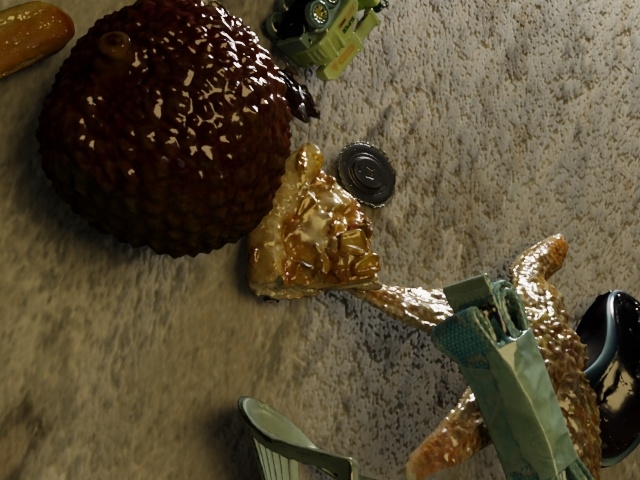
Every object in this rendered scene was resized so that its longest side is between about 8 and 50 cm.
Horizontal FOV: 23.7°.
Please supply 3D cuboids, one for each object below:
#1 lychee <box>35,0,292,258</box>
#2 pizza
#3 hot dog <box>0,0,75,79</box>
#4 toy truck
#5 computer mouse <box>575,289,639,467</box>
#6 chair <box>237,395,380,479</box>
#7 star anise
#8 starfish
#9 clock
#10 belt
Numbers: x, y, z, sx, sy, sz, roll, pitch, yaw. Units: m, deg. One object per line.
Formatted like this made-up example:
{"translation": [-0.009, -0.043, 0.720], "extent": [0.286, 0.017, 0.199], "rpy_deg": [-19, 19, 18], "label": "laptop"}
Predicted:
{"translation": [-0.138, -0.098, 1.418], "extent": [0.271, 0.236, 0.236], "rpy_deg": [59, 45, -43], "label": "lychee"}
{"translation": [0.000, 0.000, 1.577], "extent": [0.161, 0.062, 0.182], "rpy_deg": [36, 55, -2], "label": "pizza"}
{"translation": [-0.319, -0.166, 1.400], "extent": [0.066, 0.047, 0.216], "rpy_deg": [51, 51, 3], "label": "hot dog"}
{"translation": [0.016, -0.254, 1.680], "extent": [0.100, 0.077, 0.169], "rpy_deg": [50, 51, -29], "label": "toy truck"}
{"translation": [0.353, 0.159, 1.816], "extent": [0.137, 0.096, 0.233], "rpy_deg": [43, 55, -21], "label": "computer mouse"}
{"translation": [0.002, 0.289, 1.433], "extent": [0.203, 0.191, 0.274], "rpy_deg": [41, 54, -59], "label": "chair"}
{"translation": [-0.065, -0.172, 1.562], "extent": [0.212, 0.053, 0.157], "rpy_deg": [45, 9, -21], "label": "star anise"}
{"translation": [0.188, 0.141, 1.652], "extent": [0.384, 0.132, 0.398], "rpy_deg": [5, 61, -32], "label": "starfish"}
{"translation": [0.051, -0.074, 1.696], "extent": [0.083, 0.010, 0.074], "rpy_deg": [21, 64, -33], "label": "clock"}
{"translation": [0.198, 0.179, 1.501], "extent": [0.087, 0.072, 0.302], "rpy_deg": [-23, 90, -42], "label": "belt"}
